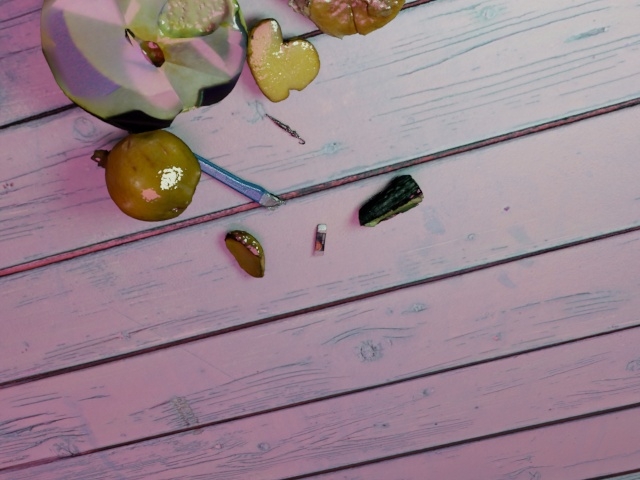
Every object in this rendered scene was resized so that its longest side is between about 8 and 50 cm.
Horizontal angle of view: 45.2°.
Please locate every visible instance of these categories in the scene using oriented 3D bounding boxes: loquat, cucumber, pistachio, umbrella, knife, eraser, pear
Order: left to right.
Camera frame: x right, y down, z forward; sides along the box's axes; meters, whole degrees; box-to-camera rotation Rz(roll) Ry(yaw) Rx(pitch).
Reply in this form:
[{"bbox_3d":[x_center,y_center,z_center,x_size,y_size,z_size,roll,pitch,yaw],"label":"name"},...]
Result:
[{"bbox_3d":[-0.399,-0.154,1.751,0.246,0.213,0.213,20,127,-7],"label":"loquat"},{"bbox_3d":[-0.341,-0.427,1.539,0.398,0.165,0.399,-2,130,-2],"label":"pear"},{"bbox_3d":[-0.215,-0.148,1.878,0.296,0.026,0.044,30,120,-22],"label":"knife"},{"bbox_3d":[-0.185,0.027,2.011,0.089,0.049,0.173,-1,137,30],"label":"pistachio"},{"bbox_3d":[-0.078,-0.262,1.798,0.122,0.013,0.022,36,141,-30],"label":"umbrella"},{"bbox_3d":[0.000,0.000,2.020,0.027,0.019,0.099,2,131,-6],"label":"eraser"},{"bbox_3d":[0.180,-0.099,1.910,0.193,0.115,0.086,-36,80,29],"label":"cucumber"}]

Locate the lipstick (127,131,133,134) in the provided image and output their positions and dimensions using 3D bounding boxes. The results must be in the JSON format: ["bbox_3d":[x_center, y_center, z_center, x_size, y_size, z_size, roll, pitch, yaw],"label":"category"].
[{"bbox_3d":[-0.425,-0.319,1.718,0.027,0.027,0.177,2,129,-5],"label":"lipstick"}]

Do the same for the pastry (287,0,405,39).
[{"bbox_3d":[0.068,-0.517,1.520,0.235,0.121,0.257,10,129,-13],"label":"pastry"}]

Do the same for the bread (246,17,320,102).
[{"bbox_3d":[-0.085,-0.400,1.654,0.149,0.065,0.188,-23,126,1],"label":"bread"}]
